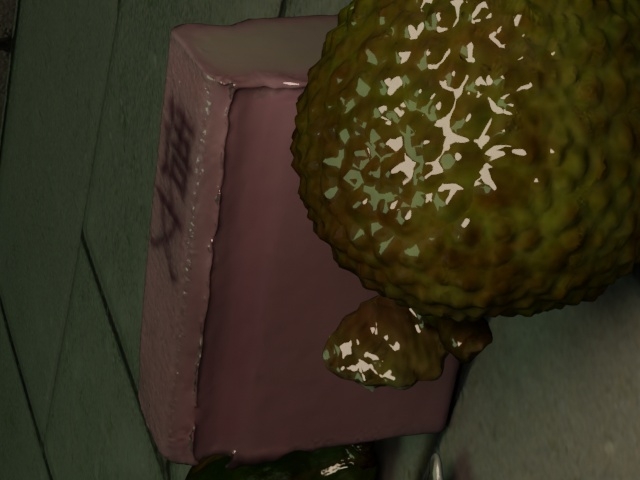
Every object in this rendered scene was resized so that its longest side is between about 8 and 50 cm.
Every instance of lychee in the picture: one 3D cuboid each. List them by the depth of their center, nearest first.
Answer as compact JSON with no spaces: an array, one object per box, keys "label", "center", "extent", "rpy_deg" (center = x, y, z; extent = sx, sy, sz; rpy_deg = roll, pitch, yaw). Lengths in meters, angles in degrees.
[{"label":"lychee","center":[0.105,-0.064,1.089],"extent":[0.270,0.270,0.319],"rpy_deg":[15,119,66]}]

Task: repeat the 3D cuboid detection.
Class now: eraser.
[{"label":"eraser","center":[0.000,0.000,1.335],"extent":[0.122,0.272,0.359],"rpy_deg":[-127,38,-48]}]

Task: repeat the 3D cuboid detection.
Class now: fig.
[{"label":"fig","center":[-0.024,0.261,1.585],"extent":[0.245,0.195,0.195],"rpy_deg":[-29,62,27]}]

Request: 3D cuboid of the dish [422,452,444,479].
[{"label":"dish","center":[0.067,0.300,1.402],"extent":[0.236,0.086,0.227],"rpy_deg":[-126,35,-71]}]
